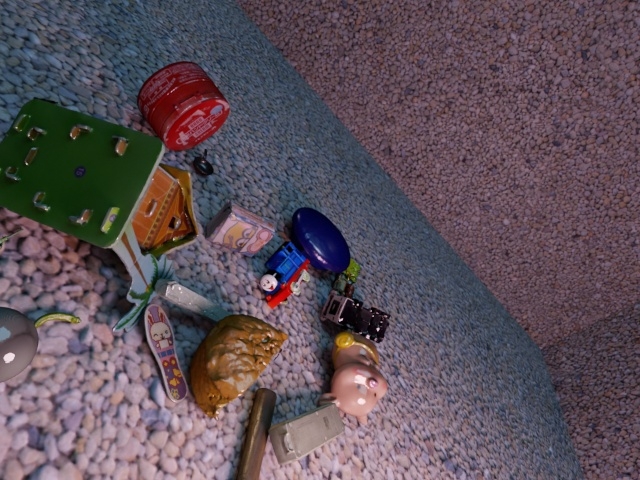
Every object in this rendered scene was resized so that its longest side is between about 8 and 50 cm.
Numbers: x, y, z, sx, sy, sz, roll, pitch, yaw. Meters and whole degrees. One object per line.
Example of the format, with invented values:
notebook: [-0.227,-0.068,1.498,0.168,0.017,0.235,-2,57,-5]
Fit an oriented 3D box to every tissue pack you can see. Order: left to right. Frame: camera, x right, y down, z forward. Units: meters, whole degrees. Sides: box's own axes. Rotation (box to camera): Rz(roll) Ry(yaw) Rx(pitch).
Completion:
tissue pack: [-0.215,-0.027,1.176,0.155,0.116,0.065,27,32,-38]

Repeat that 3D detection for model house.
model house: [-0.422,-0.027,0.854,0.301,0.339,0.323,19,-11,14]

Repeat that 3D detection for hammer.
hammer: [-0.136,0.453,0.770,0.168,0.044,0.439,40,29,-20]

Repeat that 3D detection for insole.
insole: [-0.296,0.213,0.829,0.065,0.004,0.197,4,62,-64]

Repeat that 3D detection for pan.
pan: [-0.357,-0.237,1.322,0.069,0.023,0.115,31,35,-34]

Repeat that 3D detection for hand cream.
hand cream: [-0.389,-0.380,1.235,0.149,0.230,0.230,52,26,3]

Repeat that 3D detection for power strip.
power strip: [-0.024,0.413,0.942,0.272,0.052,0.078,19,45,-62]

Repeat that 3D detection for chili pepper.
chili pepper: [-0.441,0.134,0.724,0.083,0.017,0.030,7,51,-55]

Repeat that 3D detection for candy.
candy: [-0.539,-0.005,0.746,0.083,0.023,0.025,-79,159,-65]

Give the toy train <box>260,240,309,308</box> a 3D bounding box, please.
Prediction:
toy train: [-0.105,0.097,1.232,0.131,0.083,0.204,49,24,-5]

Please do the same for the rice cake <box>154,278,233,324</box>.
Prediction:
rice cake: [-0.249,0.141,0.917,0.245,0.045,0.042,46,58,-50]

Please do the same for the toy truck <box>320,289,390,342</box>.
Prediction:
toy truck: [0.115,0.241,1.358,0.243,0.101,0.125,30,-11,-37]

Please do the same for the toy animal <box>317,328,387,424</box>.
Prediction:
toy animal: [0.092,0.344,1.165,0.165,0.149,0.247,26,40,-13]

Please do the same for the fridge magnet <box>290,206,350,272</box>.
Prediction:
fridge magnet: [0.000,0.000,1.485,0.266,0.113,0.265,38,30,-26]

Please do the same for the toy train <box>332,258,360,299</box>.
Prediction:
toy train: [0.087,0.142,1.514,0.085,0.053,0.249,38,28,-8]

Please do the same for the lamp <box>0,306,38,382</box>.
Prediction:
lamp: [-0.451,0.144,0.600,0.105,0.105,0.105,38,29,-26]

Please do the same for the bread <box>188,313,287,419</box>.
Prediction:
bread: [-0.181,0.238,0.885,0.140,0.143,0.229,41,23,3]
